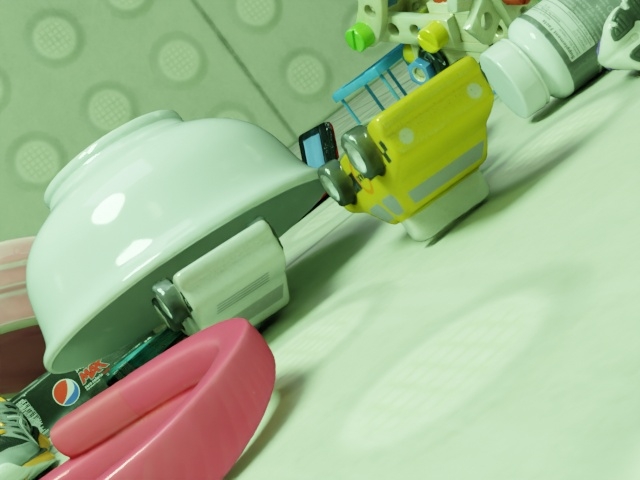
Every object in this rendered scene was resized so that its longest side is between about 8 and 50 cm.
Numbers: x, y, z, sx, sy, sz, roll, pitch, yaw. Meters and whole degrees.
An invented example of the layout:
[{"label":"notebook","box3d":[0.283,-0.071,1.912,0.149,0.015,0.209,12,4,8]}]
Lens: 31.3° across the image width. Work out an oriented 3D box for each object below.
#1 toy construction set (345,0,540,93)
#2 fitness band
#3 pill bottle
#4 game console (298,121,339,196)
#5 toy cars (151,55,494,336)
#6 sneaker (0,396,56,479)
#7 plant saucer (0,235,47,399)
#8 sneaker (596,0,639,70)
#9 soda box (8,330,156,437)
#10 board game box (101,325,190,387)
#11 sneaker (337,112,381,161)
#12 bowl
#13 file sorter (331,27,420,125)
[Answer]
[{"label":"toy construction set","box3d":[0.128,-0.258,1.182,0.151,0.215,0.328,-33,32,-17]},{"label":"fitness band","box3d":[-0.140,0.150,0.686,0.291,0.054,0.209,-34,10,27]},{"label":"pill bottle","box3d":[0.203,-0.165,0.930,0.137,0.078,0.078,-37,7,-2]},{"label":"game console","box3d":[-0.030,-0.083,1.505,0.085,0.124,0.144,-11,0,-16]},{"label":"toy cars","box3d":[0.000,0.000,0.842,0.394,0.087,0.176,-36,-3,36]},{"label":"sneaker","box3d":[-0.297,0.189,1.034,0.084,0.083,0.215,-37,8,-14]},{"label":"plant saucer","box3d":[-0.347,0.104,1.332,0.332,0.084,0.332,-16,-22,-7]},{"label":"sneaker","box3d":[0.265,-0.187,0.829,0.170,0.068,0.071,-38,1,-1]},{"label":"soda box","box3d":[-0.255,0.144,1.234,0.169,0.053,0.060,-39,7,-19]},{"label":"board game box","box3d":[-0.143,0.104,1.064,0.126,0.026,0.186,-39,8,-13]},{"label":"sneaker","box3d":[0.094,-0.096,0.986,0.118,0.083,0.222,-38,6,-15]},{"label":"bowl","box3d":[-0.146,-0.021,1.001,0.298,0.134,0.298,-35,-6,-4]},{"label":"file sorter","box3d":[0.125,-0.195,1.379,0.170,0.104,0.118,-40,7,-24]}]
